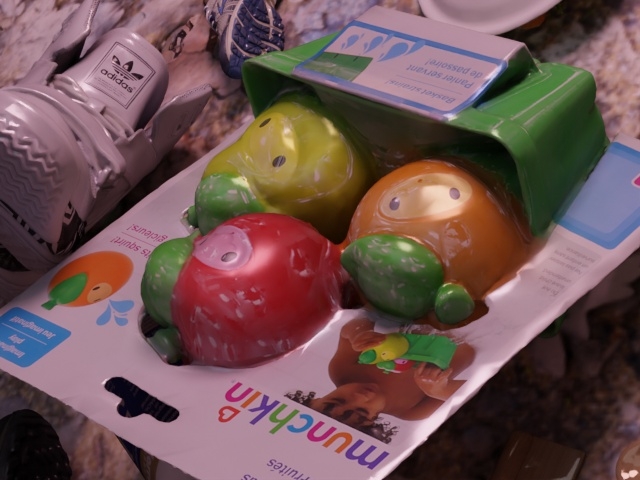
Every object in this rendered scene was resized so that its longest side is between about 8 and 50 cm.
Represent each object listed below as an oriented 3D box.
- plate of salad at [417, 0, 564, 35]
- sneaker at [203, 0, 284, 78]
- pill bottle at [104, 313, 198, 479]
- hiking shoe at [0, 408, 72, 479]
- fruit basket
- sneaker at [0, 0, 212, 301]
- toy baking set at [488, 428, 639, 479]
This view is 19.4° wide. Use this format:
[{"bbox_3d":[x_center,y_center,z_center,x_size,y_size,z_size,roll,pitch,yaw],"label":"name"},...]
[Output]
[{"bbox_3d":[0.150,-0.225,1.326,0.200,0.048,0.200,-29,45,32],"label":"plate of salad"},{"bbox_3d":[-0.062,-0.171,1.453,0.058,0.052,0.135,-25,40,35],"label":"sneaker"},{"bbox_3d":[-0.065,0.121,1.191,0.112,0.112,0.187,-45,43,2],"label":"pill bottle"},{"bbox_3d":[-0.242,0.220,1.273,0.114,0.086,0.227,-8,56,29],"label":"hiking shoe"},{"bbox_3d":[0.000,0.000,1.123,0.353,0.165,0.327,-34,38,-32],"label":"fruit basket"},{"bbox_3d":[-0.182,-0.083,1.317,0.210,0.137,0.366,-52,2,-16],"label":"sneaker"},{"bbox_3d":[0.135,0.211,1.034,0.196,0.030,0.256,-15,52,29],"label":"toy baking set"}]
